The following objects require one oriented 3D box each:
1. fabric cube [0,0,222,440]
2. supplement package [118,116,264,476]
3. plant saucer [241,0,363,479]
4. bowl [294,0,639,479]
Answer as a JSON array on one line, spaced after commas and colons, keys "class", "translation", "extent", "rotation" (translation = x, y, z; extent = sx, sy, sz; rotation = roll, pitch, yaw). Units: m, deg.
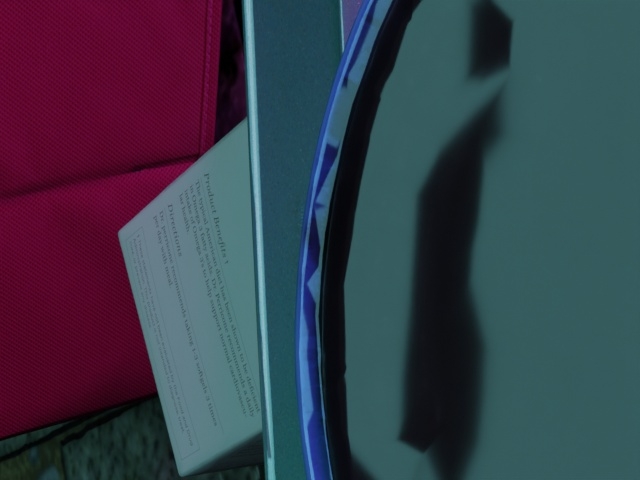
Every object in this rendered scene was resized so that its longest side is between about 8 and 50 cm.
[{"class": "fabric cube", "translation": [-0.219, -0.061, 0.852], "extent": [0.254, 0.258, 0.259], "rotation": [37, 133, 45]}, {"class": "supplement package", "translation": [0.020, 0.006, 0.680], "extent": [0.179, 0.105, 0.105], "rotation": [-35, 65, 52]}, {"class": "plant saucer", "translation": [0.000, 0.000, 0.600], "extent": [0.067, 0.018, 0.192], "rotation": [2, 95, 53]}, {"class": "bowl", "translation": [0.152, 0.028, 0.424], "extent": [0.391, 0.077, 0.391], "rotation": [1, 92, 40]}]
